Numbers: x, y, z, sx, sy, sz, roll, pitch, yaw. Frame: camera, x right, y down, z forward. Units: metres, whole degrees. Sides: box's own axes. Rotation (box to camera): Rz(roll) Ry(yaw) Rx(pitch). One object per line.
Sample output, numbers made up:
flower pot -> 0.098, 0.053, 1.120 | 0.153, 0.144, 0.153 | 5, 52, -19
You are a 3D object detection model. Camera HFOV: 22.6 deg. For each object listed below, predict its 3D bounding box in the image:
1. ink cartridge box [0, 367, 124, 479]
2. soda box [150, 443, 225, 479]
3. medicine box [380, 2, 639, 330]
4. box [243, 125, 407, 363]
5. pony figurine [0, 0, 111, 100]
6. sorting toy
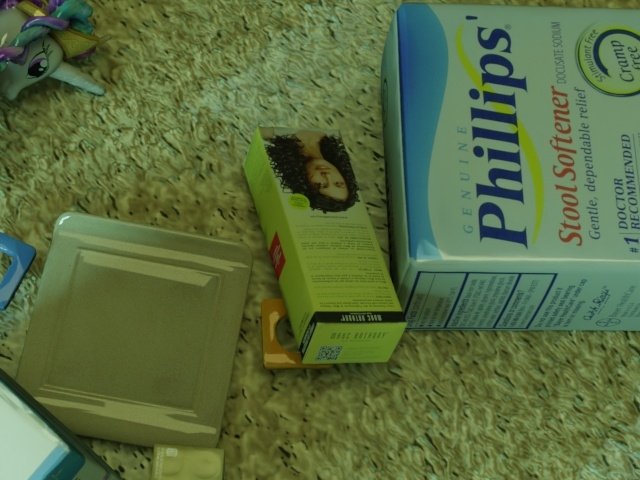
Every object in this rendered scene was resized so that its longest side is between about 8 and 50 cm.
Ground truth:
ink cartridge box -> -0.295, 0.184, 1.200 | 0.197, 0.270, 0.198 | 39, 81, 11
soda box -> -0.116, 0.263, 1.315 | 0.061, 0.058, 0.181 | 5, 64, -3
medicine box -> 0.206, -0.064, 1.447 | 0.289, 0.149, 0.264 | 1, 65, -6
box -> 0.000, 0.000, 1.407 | 0.087, 0.058, 0.232 | 0, 50, -23
pony figurine -> -0.397, -0.190, 1.414 | 0.363, 0.302, 0.351 | -43, 107, -24
sorting toy -> -0.161, 0.084, 1.403 | 0.347, 0.047, 0.196 | 10, 68, 0
